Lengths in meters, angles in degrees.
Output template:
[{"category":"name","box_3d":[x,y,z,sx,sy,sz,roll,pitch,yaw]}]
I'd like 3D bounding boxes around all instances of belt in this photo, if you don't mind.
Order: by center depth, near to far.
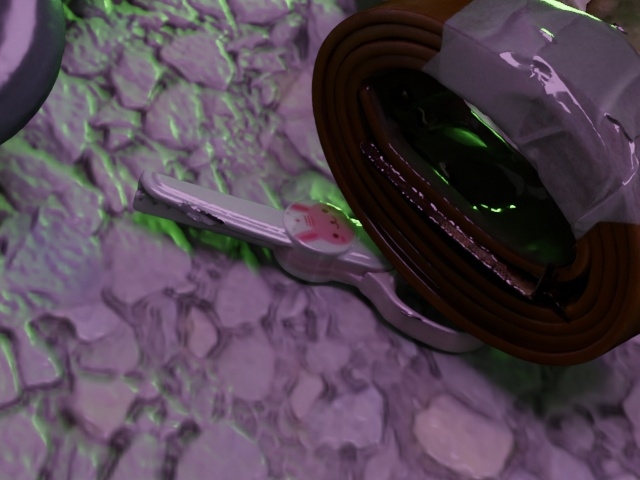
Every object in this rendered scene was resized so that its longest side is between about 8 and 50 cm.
[{"category":"belt","box_3d":[0.116,-0.049,1.161,0.261,0.184,0.105,43,41,22]}]

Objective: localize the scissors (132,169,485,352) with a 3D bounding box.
[{"category":"scissors","box_3d":[0.000,0.000,1.217,0.242,0.030,0.118,16,39,-5]}]

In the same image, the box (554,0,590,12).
[{"category":"box","box_3d":[0.231,-0.160,1.469,0.090,0.024,0.167,5,45,-35]}]

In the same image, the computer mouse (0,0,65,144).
[{"category":"computer mouse","box_3d":[-0.330,-0.158,1.191,0.371,0.122,0.188,29,67,6]}]

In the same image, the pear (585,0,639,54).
[{"category":"pear","box_3d":[0.297,-0.141,1.347,0.267,0.267,0.178,16,22,-2]}]
